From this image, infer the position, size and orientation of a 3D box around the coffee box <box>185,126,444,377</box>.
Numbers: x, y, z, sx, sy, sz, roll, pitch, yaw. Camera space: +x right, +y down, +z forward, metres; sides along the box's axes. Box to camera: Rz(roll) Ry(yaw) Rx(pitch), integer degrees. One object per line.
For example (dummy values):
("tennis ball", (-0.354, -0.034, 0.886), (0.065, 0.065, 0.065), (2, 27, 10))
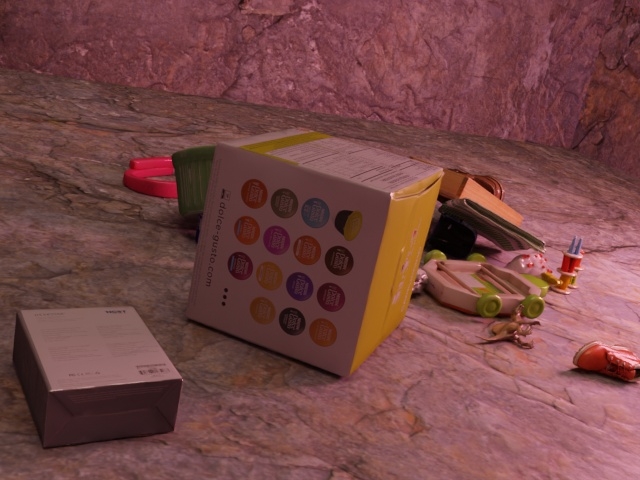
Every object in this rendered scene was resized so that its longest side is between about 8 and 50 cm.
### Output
("coffee box", (0.000, 0.000, 1.473), (0.335, 0.337, 0.338), (18, 18, 19))

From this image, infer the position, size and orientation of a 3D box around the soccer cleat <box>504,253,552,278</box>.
("soccer cleat", (0.534, 0.071, 2.034), (0.196, 0.076, 0.068), (9, 55, -51))

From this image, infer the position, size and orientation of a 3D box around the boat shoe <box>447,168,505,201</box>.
("boat shoe", (0.507, -0.179, 2.711), (0.105, 0.110, 0.307), (-2, 13, -26))

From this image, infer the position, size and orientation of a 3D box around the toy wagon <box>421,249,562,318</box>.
("toy wagon", (0.409, 0.107, 1.840), (0.345, 0.068, 0.267), (4, 20, -23))

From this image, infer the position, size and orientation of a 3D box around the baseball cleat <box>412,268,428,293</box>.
("baseball cleat", (0.147, 0.097, 1.735), (0.109, 0.072, 0.206), (10, 8, 42))

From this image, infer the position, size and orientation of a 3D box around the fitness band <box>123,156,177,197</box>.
("fitness band", (-0.415, -0.176, 2.206), (0.209, 0.054, 0.291), (27, 24, 31))

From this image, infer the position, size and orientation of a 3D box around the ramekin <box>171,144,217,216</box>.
("ramekin", (-0.204, -0.131, 1.891), (0.304, 0.148, 0.303), (-2, -4, 0))

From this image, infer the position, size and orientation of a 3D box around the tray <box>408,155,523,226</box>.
("tray", (0.423, -0.122, 2.309), (0.203, 0.076, 0.411), (26, 1, 38))

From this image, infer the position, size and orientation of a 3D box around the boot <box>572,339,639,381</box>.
("boot", (0.578, 0.244, 1.558), (0.158, 0.059, 0.084), (4, 24, -25))

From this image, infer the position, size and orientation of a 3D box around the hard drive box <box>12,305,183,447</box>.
("hard drive box", (-0.324, 0.183, 1.123), (0.181, 0.089, 0.232), (1, 22, -31))

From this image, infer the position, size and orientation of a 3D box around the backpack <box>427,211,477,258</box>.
("backpack", (0.359, -0.012, 2.104), (0.114, 0.105, 0.084), (28, 18, 10))

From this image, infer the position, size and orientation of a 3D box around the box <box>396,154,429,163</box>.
("box", (0.252, -0.207, 2.593), (0.181, 0.119, 0.182), (15, 18, 11))

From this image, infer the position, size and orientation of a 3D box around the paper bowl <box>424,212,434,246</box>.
("paper bowl", (0.171, -0.089, 2.151), (0.284, 0.148, 0.284), (9, 18, -3))

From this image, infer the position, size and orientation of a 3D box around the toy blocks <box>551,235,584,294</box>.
("toy blocks", (0.647, 0.054, 2.013), (0.054, 0.148, 0.123), (22, 21, 28))

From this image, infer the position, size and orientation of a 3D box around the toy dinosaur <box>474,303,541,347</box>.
("toy dinosaur", (0.397, 0.192, 1.634), (0.093, 0.053, 0.183), (11, 25, 37))

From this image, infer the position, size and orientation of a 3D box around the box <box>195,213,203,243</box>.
("box", (-0.200, -0.004, 1.784), (0.126, 0.072, 0.137), (1, 20, -32))

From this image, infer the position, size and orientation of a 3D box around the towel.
("towel", (0.445, -0.037, 2.079), (0.248, 0.038, 0.325), (30, 0, -3))
